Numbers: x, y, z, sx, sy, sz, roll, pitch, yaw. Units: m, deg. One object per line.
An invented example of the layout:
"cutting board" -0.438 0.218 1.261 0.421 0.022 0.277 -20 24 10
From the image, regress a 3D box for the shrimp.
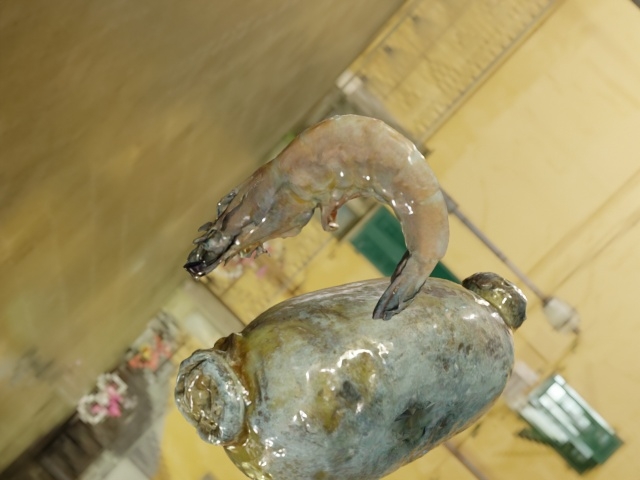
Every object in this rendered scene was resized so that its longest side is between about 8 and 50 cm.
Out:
"shrimp" 0.000 0.000 0.905 0.219 0.152 0.046 -30 -166 29

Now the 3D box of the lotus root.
"lotus root" 0.051 0.117 1.040 0.349 0.175 0.175 -14 161 -32
